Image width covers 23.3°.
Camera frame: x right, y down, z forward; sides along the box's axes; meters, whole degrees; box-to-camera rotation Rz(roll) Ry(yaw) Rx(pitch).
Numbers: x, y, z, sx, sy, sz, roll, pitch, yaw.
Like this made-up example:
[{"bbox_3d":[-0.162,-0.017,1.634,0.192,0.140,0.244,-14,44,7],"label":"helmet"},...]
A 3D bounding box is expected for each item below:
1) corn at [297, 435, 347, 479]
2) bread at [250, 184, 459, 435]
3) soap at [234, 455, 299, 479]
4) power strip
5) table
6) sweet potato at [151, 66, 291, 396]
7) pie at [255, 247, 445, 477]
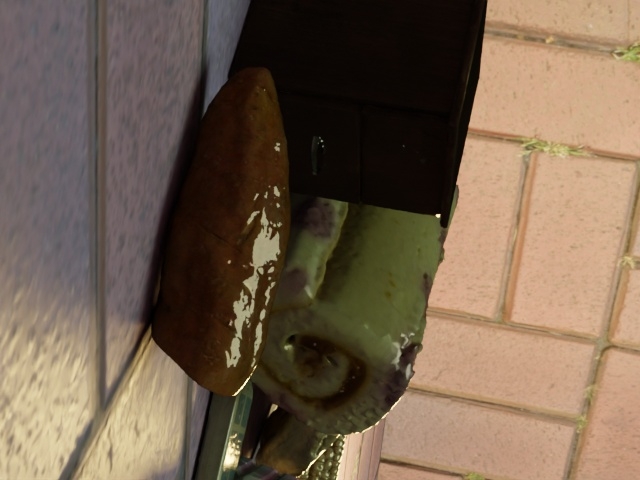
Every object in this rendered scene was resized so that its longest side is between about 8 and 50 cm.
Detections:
[{"bbox_3d":[-0.013,0.263,1.938,0.087,0.087,0.211,58,48,-79],"label":"corn"},{"bbox_3d":[0.020,0.020,1.510,0.155,0.187,0.338,-44,-165,35],"label":"bread"},{"bbox_3d":[-0.055,0.262,1.560,0.149,0.100,0.056,43,66,-85],"label":"soap"},{"bbox_3d":[-0.101,0.232,1.470,0.080,0.029,0.227,64,38,-78],"label":"power strip"},{"bbox_3d":[0.035,-0.134,1.353,0.169,0.193,0.172,88,15,-61],"label":"table"},{"bbox_3d":[-0.072,-0.010,1.161,0.097,0.097,0.252,57,39,-79],"label":"sweet potato"},{"bbox_3d":[0.032,0.133,1.741,0.337,0.075,0.337,-54,179,-1],"label":"pie"}]
